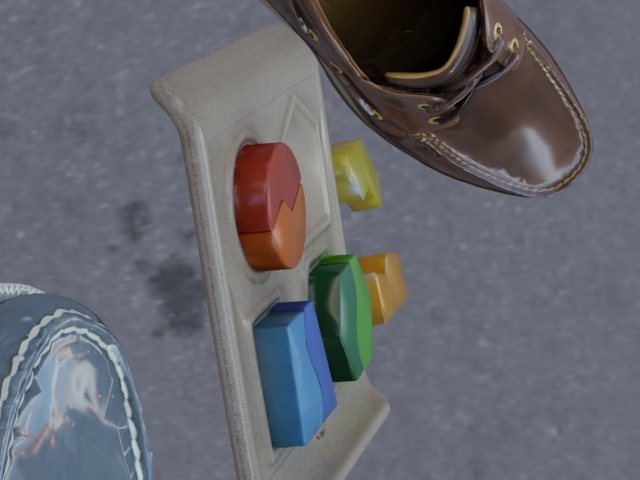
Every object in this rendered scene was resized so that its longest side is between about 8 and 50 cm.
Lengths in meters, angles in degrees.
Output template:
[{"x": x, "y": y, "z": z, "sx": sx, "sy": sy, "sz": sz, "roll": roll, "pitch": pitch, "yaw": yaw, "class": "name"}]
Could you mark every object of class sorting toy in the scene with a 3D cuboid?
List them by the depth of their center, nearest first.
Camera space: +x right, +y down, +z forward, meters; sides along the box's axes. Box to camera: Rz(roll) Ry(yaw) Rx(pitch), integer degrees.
[{"x": 0.000, "y": 0.000, "z": 1.006, "sx": 0.307, "sy": 0.041, "sz": 0.229, "roll": -44, "pitch": 122, "yaw": -69, "class": "sorting toy"}]

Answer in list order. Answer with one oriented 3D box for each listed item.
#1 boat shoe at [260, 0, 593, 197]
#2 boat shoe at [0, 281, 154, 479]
[{"x": 0.033, "y": -0.063, "z": 0.630, "sx": 0.064, "sy": 0.060, "sz": 0.178, "roll": -47, "pitch": 125, "yaw": 6, "class": "boat shoe"}, {"x": -0.057, "y": 0.165, "z": 0.522, "sx": 0.116, "sy": 0.099, "sz": 0.320, "roll": 17, "pitch": 67, "yaw": -56, "class": "boat shoe"}]
